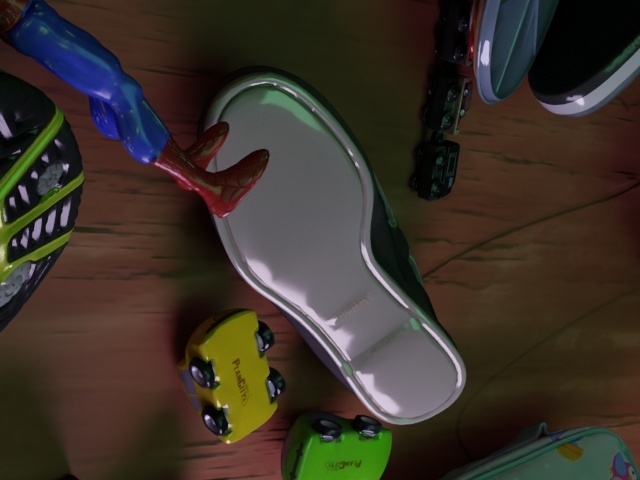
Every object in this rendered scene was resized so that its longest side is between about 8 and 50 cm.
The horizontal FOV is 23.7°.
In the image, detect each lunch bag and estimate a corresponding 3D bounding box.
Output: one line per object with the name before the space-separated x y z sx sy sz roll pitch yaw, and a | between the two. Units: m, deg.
lunch bag | 0.174 0.277 1.275 0.279 0.108 0.224 -14 77 -43

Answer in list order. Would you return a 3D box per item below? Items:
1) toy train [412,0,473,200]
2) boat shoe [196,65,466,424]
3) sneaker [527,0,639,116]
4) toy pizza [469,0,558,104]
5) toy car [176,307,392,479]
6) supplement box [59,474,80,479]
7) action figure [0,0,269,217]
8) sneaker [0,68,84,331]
toy train | 0.097 -0.106 1.133 0.036 0.027 0.158 -12 117 -44
boat shoe | 0.000 0.000 1.059 0.112 0.095 0.335 -31 128 2
sneaker | 0.295 -0.168 1.235 0.295 0.124 0.178 -49 126 -17
toy pizza | 0.143 -0.197 1.095 0.201 0.032 0.201 -57 158 -37
toy car | -0.040 0.157 1.106 0.225 0.053 0.239 5 106 -46
supplement box | -0.175 0.266 1.005 0.104 0.081 0.188 -22 123 -36
action figure | -0.130 -0.141 0.825 0.280 0.091 0.139 33 90 -35
sneaker | -0.240 -0.065 0.755 0.145 0.147 0.384 -54 155 -15
